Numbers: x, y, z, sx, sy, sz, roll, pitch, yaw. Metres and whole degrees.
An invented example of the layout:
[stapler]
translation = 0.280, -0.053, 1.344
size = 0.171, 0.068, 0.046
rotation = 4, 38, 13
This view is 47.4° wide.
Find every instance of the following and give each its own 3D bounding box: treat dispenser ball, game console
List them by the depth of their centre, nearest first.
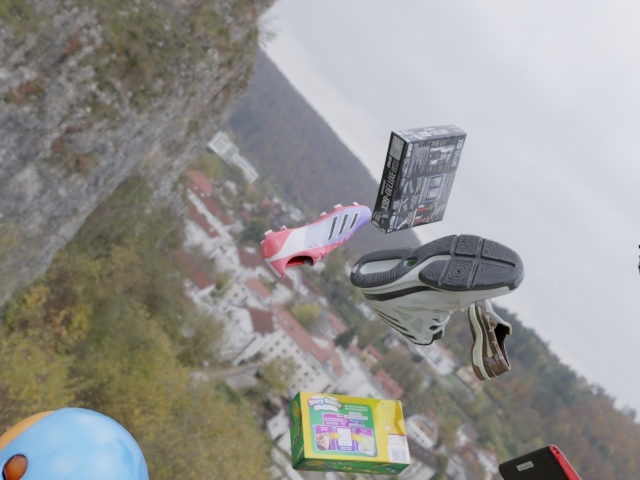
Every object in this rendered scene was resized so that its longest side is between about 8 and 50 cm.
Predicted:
[treat dispenser ball]
translation = -0.440, 0.432, 1.245
size = 0.288, 0.288, 0.288
rotation = 45, 1, -1
[game console]
translation = 0.746, 0.829, 2.308
size = 0.342, 0.060, 0.387
rotation = 60, -24, 17

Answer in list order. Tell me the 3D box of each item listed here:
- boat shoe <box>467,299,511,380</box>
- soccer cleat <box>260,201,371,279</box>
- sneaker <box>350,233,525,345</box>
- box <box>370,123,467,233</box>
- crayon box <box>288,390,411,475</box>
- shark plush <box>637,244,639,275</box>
[boat shoe]
translation = 0.425, 0.223, 1.788
size = 0.095, 0.095, 0.258
rotation = 44, 37, -39
[soccer cleat]
translation = 0.000, 0.000, 1.426
size = 0.095, 0.247, 0.083
rotation = 63, -26, 17
[sneaker]
translation = 0.316, 0.134, 1.811
size = 0.447, 0.169, 0.258
rotation = -4, -45, 36
[box]
translation = 0.293, -0.185, 2.174
size = 0.242, 0.308, 0.076
rotation = -13, 38, -33
[crayon box]
translation = 0.068, 0.464, 1.750
size = 0.278, 0.081, 0.166
rotation = 10, 50, -20
[shark plush]
translation = 0.684, 0.058, 1.481
size = 0.073, 0.067, 0.161
rotation = 27, 54, -59
